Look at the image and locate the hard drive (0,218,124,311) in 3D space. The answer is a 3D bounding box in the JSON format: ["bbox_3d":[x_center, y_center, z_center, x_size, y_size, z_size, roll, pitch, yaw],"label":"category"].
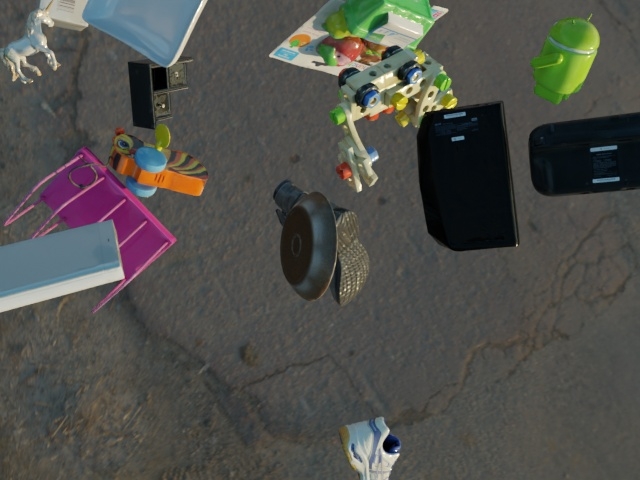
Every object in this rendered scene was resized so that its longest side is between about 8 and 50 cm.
[{"bbox_3d":[-0.527,0.052,1.355,0.308,0.040,0.203,-15,30,-13],"label":"hard drive"}]

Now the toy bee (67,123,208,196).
[{"bbox_3d":[-0.404,-0.193,1.652,0.298,0.195,0.162,26,32,-45],"label":"toy bee"}]

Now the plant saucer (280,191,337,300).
[{"bbox_3d":[-0.030,0.010,1.319,0.036,0.198,0.198,2,67,-26],"label":"plant saucer"}]

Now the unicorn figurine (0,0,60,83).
[{"bbox_3d":[-0.558,-0.378,1.427,0.162,0.060,0.111,-28,117,3],"label":"unicorn figurine"}]

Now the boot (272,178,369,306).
[{"bbox_3d":[0.000,0.000,1.849,0.223,0.338,0.118,30,54,33],"label":"boot"}]

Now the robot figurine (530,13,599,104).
[{"bbox_3d":[0.321,-0.239,0.962,0.101,0.115,0.067,-27,53,-38],"label":"robot figurine"}]

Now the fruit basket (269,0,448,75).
[{"bbox_3d":[0.100,-0.515,1.862,0.327,0.353,0.165,5,60,-43],"label":"fruit basket"}]

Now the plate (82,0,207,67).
[{"bbox_3d":[-0.280,-0.470,1.310,0.278,0.277,0.045,34,8,31],"label":"plate"}]

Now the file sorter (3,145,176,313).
[{"bbox_3d":[-0.520,-0.014,1.634,0.290,0.202,0.182,47,34,-10],"label":"file sorter"}]

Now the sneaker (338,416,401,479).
[{"bbox_3d":[0.148,0.549,1.822,0.131,0.296,0.112,-21,42,2],"label":"sneaker"}]

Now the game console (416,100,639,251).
[{"bbox_3d":[0.319,-0.099,1.046,0.044,0.361,0.213,-43,126,-65],"label":"game console"}]

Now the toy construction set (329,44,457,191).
[{"bbox_3d":[0.129,-0.255,1.436,0.151,0.215,0.328,34,62,24],"label":"toy construction set"}]

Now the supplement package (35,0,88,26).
[{"bbox_3d":[-0.572,-0.532,1.634,0.105,0.179,0.105,7,97,-25],"label":"supplement package"}]

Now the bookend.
[{"bbox_3d":[-0.386,-0.366,1.802,0.156,0.072,0.157,-29,126,-53],"label":"bookend"}]
